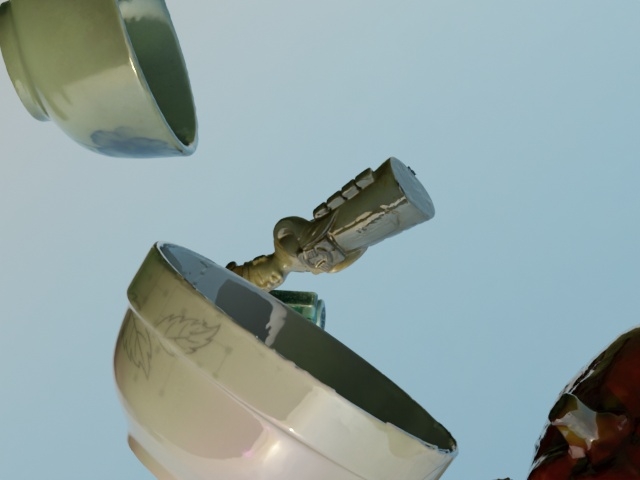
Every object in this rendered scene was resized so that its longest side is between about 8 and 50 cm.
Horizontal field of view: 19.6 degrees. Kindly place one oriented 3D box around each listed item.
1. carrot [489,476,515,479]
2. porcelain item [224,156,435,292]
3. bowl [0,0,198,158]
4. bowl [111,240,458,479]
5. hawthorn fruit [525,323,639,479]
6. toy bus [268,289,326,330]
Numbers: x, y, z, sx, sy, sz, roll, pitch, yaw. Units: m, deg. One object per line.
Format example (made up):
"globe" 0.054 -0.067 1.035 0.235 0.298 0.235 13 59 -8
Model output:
"carrot" 0.048 0.274 1.534 0.271 0.066 0.062 -34 -119 26
"porcelain item" 0.000 0.000 1.744 0.213 0.084 0.054 -30 -148 21
"bowl" -0.240 -0.202 1.895 0.146 0.289 0.289 -18 -160 7
"bowl" -0.047 0.137 1.443 0.143 0.287 0.287 -57 -164 4
"hawthorn fruit" 0.260 0.181 1.289 0.265 0.307 0.265 -31 -145 24
"toy bus" -0.052 0.164 2.200 0.128 0.256 0.147 3 -117 9
